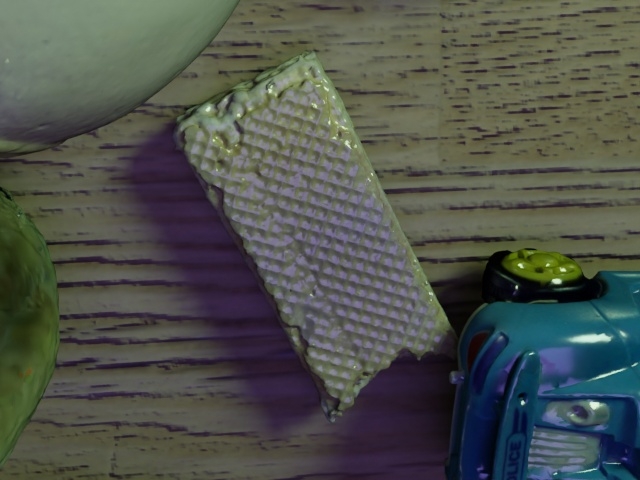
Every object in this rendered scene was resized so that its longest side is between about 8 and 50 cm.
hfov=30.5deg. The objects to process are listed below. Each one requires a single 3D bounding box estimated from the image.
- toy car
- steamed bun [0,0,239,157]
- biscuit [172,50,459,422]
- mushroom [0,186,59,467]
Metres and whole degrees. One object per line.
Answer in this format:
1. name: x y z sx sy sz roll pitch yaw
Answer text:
1. toy car: 0.234 0.116 0.792 0.314 0.166 0.198 0 112 -14
2. steamed bun: -0.185 -0.167 0.594 0.309 0.309 0.309 -2 109 -7
3. biscuit: 0.000 0.000 0.780 0.108 0.062 0.239 -26 109 4
4. mushroom: -0.253 0.050 0.611 0.130 0.344 0.247 2 89 25
